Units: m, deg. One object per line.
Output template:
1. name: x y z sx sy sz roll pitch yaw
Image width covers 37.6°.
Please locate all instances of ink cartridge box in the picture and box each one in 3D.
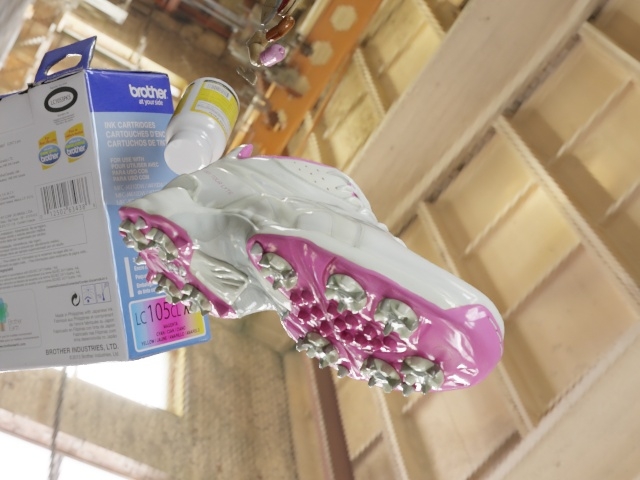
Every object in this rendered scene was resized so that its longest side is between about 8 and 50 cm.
1. ink cartridge box: -0.305 -0.049 1.152 0.270 0.151 0.395 -9 -88 34

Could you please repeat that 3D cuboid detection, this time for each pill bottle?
1. pill bottle: -0.128 -0.118 0.996 0.065 0.065 0.116 -47 -162 35

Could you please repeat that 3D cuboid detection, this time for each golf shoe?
1. golf shoe: 0.000 0.000 0.625 0.306 0.115 0.140 20 -130 37

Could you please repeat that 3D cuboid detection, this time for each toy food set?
1. toy food set: -0.051 -0.235 1.060 0.122 0.019 0.078 -61 -145 14
